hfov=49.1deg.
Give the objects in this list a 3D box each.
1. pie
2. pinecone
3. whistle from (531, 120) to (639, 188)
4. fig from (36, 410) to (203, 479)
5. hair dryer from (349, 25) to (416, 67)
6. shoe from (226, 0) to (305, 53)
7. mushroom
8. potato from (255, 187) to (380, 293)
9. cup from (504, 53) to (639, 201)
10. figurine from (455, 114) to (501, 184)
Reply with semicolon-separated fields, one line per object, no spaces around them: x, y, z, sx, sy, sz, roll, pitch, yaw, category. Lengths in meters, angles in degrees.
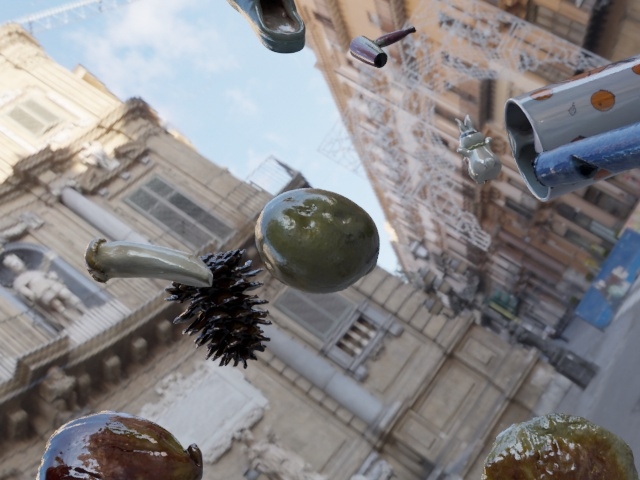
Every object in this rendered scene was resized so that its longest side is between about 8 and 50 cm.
0.295;0.299;0.870;0.193;0.163;0.079;-17;-10;10;pie
-0.226;0.170;1.679;0.246;0.292;0.246;-24;-11;-5;pinecone
0.406;-0.123;0.908;0.062;0.062;0.304;-49;16;-24;whistle
-0.320;0.375;1.091;0.224;0.263;0.224;3;-93;-58;fig
0.153;-0.456;1.608;0.154;0.106;0.054;-35;-46;-13;hair dryer
-0.072;-0.324;0.909;0.079;0.195;0.078;-10;-35;-29;shoe
-0.272;0.038;1.110;0.084;0.209;0.071;86;-168;-64;mushroom
0.000;0.000;1.057;0.235;0.178;0.160;1;-42;-51;potato
0.546;-0.225;1.352;0.317;0.212;0.212;-19;-21;2;cup
0.339;-0.198;1.580;0.081;0.146;0.098;-12;-30;-25;figurine
